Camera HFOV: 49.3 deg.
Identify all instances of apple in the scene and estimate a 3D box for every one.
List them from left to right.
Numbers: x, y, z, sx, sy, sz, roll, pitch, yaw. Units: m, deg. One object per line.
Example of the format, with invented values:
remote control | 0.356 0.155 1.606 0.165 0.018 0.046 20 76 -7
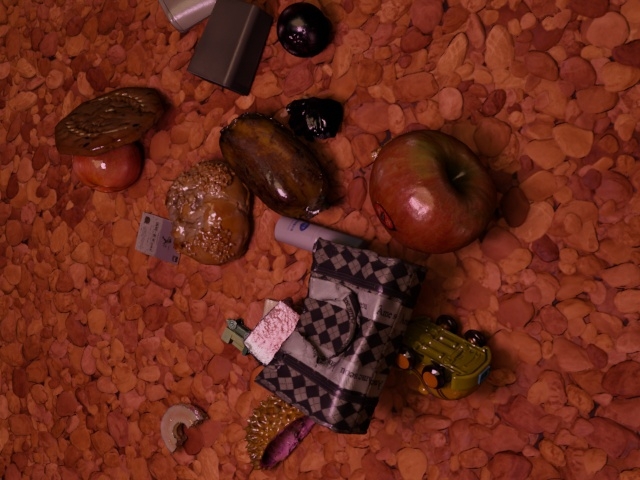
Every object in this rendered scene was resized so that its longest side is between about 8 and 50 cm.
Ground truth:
apple | -0.659 -0.233 2.148 0.209 0.209 0.164 0 85 27
apple | 0.253 -0.103 1.644 0.250 0.277 0.309 -49 45 47

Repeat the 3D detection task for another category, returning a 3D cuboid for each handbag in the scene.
handbag | -0.343 -0.781 2.091 0.315 0.109 0.241 -31 75 9
handbag | 0.041 0.206 1.659 0.316 0.180 0.416 20 88 46

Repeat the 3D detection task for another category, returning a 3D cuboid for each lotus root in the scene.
lotus root | -0.121 -0.199 1.879 0.196 0.179 0.397 -47 68 8

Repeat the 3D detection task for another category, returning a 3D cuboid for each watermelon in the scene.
watermelon | -0.064 0.268 1.833 0.318 0.148 0.226 7 101 24

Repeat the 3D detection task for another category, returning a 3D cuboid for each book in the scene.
book | -0.496 -0.007 2.158 0.181 0.014 0.127 18 96 27

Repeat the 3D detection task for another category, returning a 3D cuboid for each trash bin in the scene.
trash bin | -0.254 -0.559 2.000 0.164 0.122 0.241 27 98 25

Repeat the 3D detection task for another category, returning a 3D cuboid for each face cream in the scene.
face cream | 0.000 0.000 1.867 0.250 0.077 0.077 18 96 25

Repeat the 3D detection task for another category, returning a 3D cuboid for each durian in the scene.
durian | -0.127 0.503 1.901 0.260 0.153 0.186 -56 41 6

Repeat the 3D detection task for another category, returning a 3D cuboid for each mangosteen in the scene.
mangosteen | -0.042 -0.574 1.889 0.152 0.152 0.152 -1 87 27

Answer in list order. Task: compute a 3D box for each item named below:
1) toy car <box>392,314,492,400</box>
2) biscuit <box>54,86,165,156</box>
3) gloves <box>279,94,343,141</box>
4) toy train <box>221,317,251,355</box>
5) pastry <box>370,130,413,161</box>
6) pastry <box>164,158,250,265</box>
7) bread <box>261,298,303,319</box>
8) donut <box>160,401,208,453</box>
toy car | 0.281 0.292 1.663 0.248 0.200 0.142 30 133 38
biscuit | -0.639 -0.366 2.106 0.359 0.359 0.046 11 136 27
gloves | -0.039 -0.336 1.886 0.180 0.106 0.129 7 93 23
toy train | -0.227 0.274 1.991 0.122 0.050 0.081 33 107 24
pastry | 0.199 -0.229 1.787 0.140 0.056 0.080 -34 85 20
pastry | -0.327 -0.081 1.995 0.255 0.162 0.311 -7 86 25
bread | -0.094 0.209 1.936 0.153 0.028 0.068 12 93 28
donut | -0.413 0.539 2.066 0.108 0.065 0.166 45 108 21
